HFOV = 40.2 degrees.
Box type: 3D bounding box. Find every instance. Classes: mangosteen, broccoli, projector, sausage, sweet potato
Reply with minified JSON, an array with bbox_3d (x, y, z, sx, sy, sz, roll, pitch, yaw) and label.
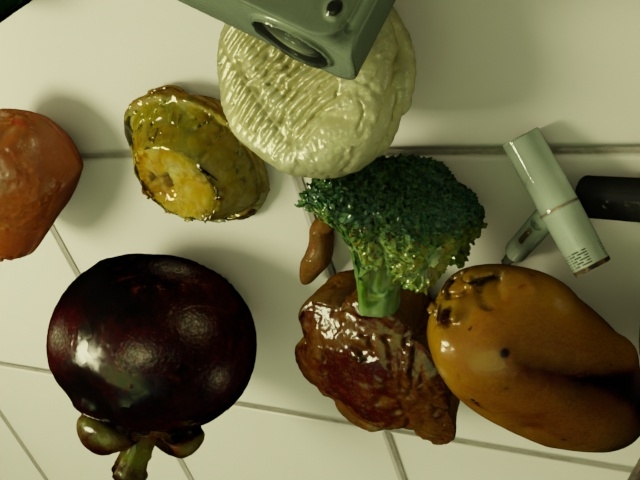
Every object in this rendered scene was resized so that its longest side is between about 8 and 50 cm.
[{"bbox_3d":[-0.244,0.159,1.232,0.297,0.293,0.297,23,147,17],"label":"mangosteen"},{"bbox_3d":[0.076,-0.001,0.967,0.219,0.194,0.194,-3,137,-13],"label":"broccoli"},{"bbox_3d":[-0.038,-0.283,0.757,0.250,0.198,0.108,28,178,8],"label":"projector"},{"bbox_3d":[-0.429,-0.078,1.236,0.141,0.153,0.268,31,139,-11],"label":"sausage"},{"bbox_3d":[0.000,-0.003,1.115,0.044,0.044,0.179,27,136,9],"label":"sweet potato"}]

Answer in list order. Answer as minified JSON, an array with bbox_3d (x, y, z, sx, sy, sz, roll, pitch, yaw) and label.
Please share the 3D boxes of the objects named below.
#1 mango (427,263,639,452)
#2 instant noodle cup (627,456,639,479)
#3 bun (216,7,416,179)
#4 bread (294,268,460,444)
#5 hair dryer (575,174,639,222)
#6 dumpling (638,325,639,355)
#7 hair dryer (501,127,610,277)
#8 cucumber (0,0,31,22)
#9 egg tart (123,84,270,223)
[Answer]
[{"bbox_3d":[0.237,0.130,0.957,0.287,0.153,0.201,31,140,-24],"label":"mango"},{"bbox_3d":[0.451,0.304,0.973,0.192,0.250,0.250,30,138,18],"label":"instant noodle cup"},{"bbox_3d":[0.006,-0.173,0.889,0.220,0.134,0.221,7,103,33],"label":"bun"},{"bbox_3d":[0.073,0.145,1.132,0.232,0.135,0.247,1,128,32],"label":"bread"},{"bbox_3d":[0.370,-0.028,0.845,0.251,0.089,0.197,12,136,36],"label":"hair dryer"},{"bbox_3d":[0.401,0.110,0.910,0.136,0.118,0.199,4,168,25],"label":"dumpling"},{"bbox_3d":[0.221,-0.022,0.954,0.155,0.044,0.183,64,160,6],"label":"hair dryer"},{"bbox_3d":[-0.411,-0.336,1.025,0.191,0.130,0.191,24,141,20],"label":"cucumber"},{"bbox_3d":[-0.167,-0.095,1.109,0.212,0.090,0.213,20,139,18],"label":"egg tart"}]
